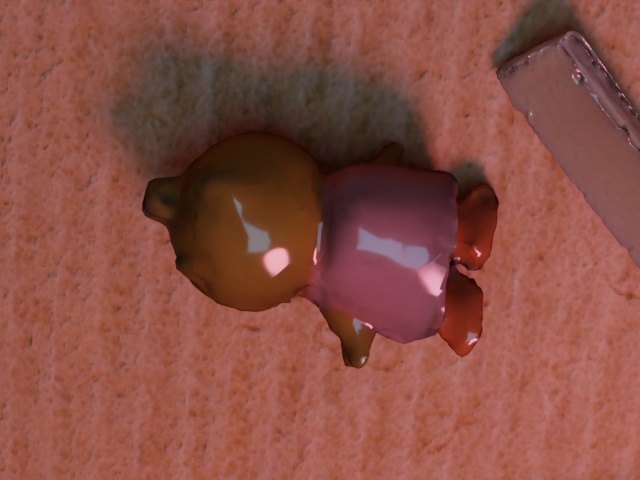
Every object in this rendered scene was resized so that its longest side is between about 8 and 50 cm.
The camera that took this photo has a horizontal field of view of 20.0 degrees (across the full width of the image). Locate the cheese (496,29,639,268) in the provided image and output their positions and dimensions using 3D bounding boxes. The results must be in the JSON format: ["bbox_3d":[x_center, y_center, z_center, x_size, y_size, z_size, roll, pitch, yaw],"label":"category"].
[{"bbox_3d":[0.287,0.000,1.480,0.085,0.034,0.400,-27,108,38],"label":"cheese"}]

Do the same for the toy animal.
[{"bbox_3d":[-0.002,-0.002,1.442,0.281,0.169,0.195,10,69,5],"label":"toy animal"}]
